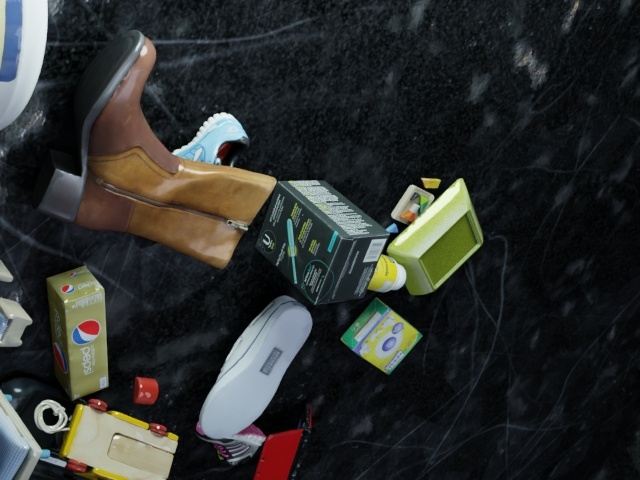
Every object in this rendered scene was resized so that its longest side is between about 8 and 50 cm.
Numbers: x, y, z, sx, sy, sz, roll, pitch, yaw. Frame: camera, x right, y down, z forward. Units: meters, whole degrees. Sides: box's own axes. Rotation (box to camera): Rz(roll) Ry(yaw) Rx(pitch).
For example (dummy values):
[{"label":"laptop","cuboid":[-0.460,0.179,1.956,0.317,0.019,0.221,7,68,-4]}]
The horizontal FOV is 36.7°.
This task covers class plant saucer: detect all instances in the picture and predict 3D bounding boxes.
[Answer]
[{"label":"plant saucer","cuboid":[0.222,0.007,1.746,0.188,0.045,0.188,-43,145,-7]}]

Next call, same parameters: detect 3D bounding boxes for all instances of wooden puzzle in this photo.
[{"label":"wooden puzzle","cuboid":[0.162,-0.059,1.668,0.078,0.014,0.116,11,113,-47]}]

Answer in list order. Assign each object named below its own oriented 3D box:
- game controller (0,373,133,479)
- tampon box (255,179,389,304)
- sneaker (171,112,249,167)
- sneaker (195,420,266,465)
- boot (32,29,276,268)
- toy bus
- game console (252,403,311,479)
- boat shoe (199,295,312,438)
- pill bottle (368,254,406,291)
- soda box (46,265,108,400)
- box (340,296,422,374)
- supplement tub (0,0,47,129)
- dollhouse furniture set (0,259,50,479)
[{"label":"game controller","cuboid":[-0.391,0.303,1.417,0.167,0.067,0.319,-60,143,-9]},{"label":"tampon box","cuboid":[0.000,0.000,1.444,0.101,0.161,0.121,-4,125,-42]},{"label":"sneaker","cuboid":[-0.159,-0.096,1.283,0.162,0.073,0.063,-49,142,-1]},{"label":"sneaker","cuboid":[-0.161,0.350,1.659,0.075,0.063,0.170,-59,146,3]},{"label":"boot","cuboid":[-0.173,-0.099,1.186,0.280,0.096,0.264,18,110,-31]},{"label":"toy bus","cuboid":[-0.308,0.295,1.368,0.191,0.104,0.202,-23,92,-41]},{"label":"game console","cuboid":[-0.073,0.381,1.771,0.085,0.124,0.144,13,118,-8]},{"label":"boat shoe","cuboid":[-0.109,0.204,1.569,0.095,0.084,0.258,41,88,-27]},{"label":"pill bottle","cuboid":[0.095,0.054,1.658,0.116,0.065,0.065,16,110,-50]},{"label":"soda box","cuboid":[-0.330,0.127,1.314,0.058,0.061,0.181,-19,133,-32]},{"label":"box","cuboid":[0.121,0.186,1.811,0.105,0.043,0.179,-50,143,1]},{"label":"supplement tub","cuboid":[-0.422,-0.203,0.818,0.316,0.228,0.228,-5,124,-41]},{"label":"dollhouse furniture set","cuboid":[-0.443,0.196,1.070,0.198,0.303,0.286,16,110,-50]}]
